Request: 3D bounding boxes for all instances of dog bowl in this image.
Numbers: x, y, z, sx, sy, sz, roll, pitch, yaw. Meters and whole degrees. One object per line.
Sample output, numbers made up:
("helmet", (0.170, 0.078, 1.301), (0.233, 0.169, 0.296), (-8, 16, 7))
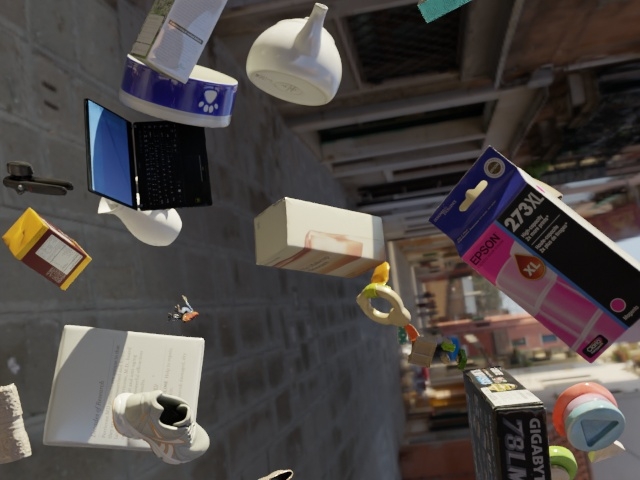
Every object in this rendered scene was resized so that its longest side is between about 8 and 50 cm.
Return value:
("dog bowl", (-0.331, -0.353, 1.653), (0.265, 0.265, 0.104), (-72, 178, -72))

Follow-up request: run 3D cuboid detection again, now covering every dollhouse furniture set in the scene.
("dollhouse furniture set", (0.301, 0.289, 1.823), (0.058, 0.152, 0.076), (-83, -173, -73))

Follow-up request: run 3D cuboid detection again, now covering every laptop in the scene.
("laptop", (-0.387, -0.198, 1.600), (0.136, 0.264, 0.234), (116, -33, -67))

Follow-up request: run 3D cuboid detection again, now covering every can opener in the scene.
("can opener", (-0.656, -0.131, 1.628), (0.059, 0.186, 0.073), (-55, 152, -42))

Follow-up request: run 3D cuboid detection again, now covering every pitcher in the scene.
("pitcher", (-0.467, -0.081, 1.916), (0.207, 0.178, 0.125), (36, 38, -36))

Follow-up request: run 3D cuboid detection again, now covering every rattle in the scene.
("rattle", (0.207, 0.177, 1.944), (0.130, 0.200, 0.143), (-54, -179, 29))

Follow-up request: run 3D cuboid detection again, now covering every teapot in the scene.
("teapot", (-0.053, -0.458, 1.739), (0.252, 0.256, 0.187), (28, 76, -56))

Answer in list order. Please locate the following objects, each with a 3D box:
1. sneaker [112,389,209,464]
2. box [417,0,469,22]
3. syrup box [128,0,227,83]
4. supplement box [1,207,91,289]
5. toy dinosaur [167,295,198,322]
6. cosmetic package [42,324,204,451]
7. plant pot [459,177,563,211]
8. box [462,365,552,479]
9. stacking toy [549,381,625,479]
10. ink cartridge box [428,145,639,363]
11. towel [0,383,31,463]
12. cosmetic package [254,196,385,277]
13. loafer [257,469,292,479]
("sneaker", (-0.287, 0.372, 1.400), (0.262, 0.121, 0.099), (46, 34, -48))
("box", (0.387, -0.686, 1.910), (0.060, 0.244, 0.100), (55, 28, -26))
("syrup box", (-0.253, -0.424, 1.316), (0.096, 0.093, 0.237), (27, 91, -40))
("supplement box", (-0.856, 0.026, 2.205), (0.191, 0.129, 0.194), (29, -14, 51))
("toy dinosaur", (-0.266, 0.153, 1.402), (0.090, 0.047, 0.082), (42, 11, 36))
("cosmetic package", (-0.571, 0.446, 2.082), (0.329, 0.394, 0.327), (136, -40, -70))
("plant pot", (0.454, -0.069, 1.827), (0.191, 0.284, 0.284), (44, -4, 18))
("box", (0.262, 0.344, 0.983), (0.293, 0.073, 0.295), (16, 69, -84))
("stacking toy", (0.570, 0.494, 1.615), (0.279, 0.309, 0.130), (53, 12, -27))
("ink cartridge box", (0.373, 0.023, 1.194), (0.371, 0.175, 0.069), (40, 23, 7))
("towel", (-0.866, 0.472, 1.746), (0.049, 0.282, 0.187), (-6, 81, -82))
("cosmetic package", (0.000, 0.000, 1.747), (0.153, 0.296, 0.129), (-30, -123, 50))
("loafer", (-0.106, 0.525, 1.516), (0.125, 0.039, 0.045), (-17, 76, -58))
